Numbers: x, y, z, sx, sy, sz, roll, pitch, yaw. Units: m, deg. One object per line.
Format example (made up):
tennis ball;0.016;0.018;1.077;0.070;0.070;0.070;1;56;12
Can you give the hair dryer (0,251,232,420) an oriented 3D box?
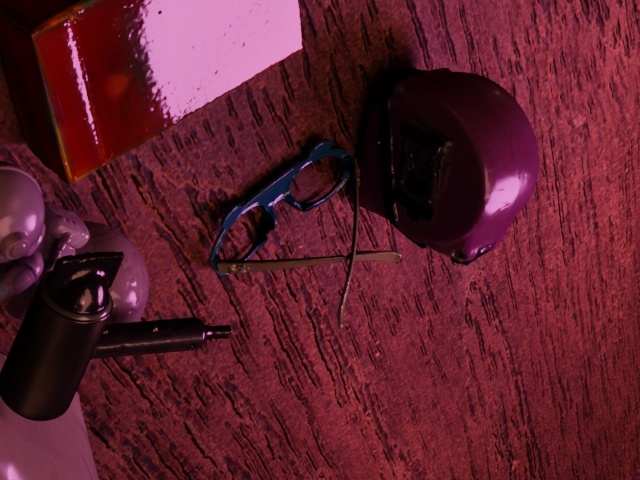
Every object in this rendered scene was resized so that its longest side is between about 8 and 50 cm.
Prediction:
hair dryer;-0.185;0.080;1.369;0.248;0.078;0.195;-3;136;-40

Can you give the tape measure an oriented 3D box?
tape measure;0.156;-0.094;1.740;0.149;0.231;0.245;-21;131;-38

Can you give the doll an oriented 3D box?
doll;-0.287;0.012;1.386;0.151;0.151;0.287;-48;143;-6

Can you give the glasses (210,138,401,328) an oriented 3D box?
glasses;-0.010;0.009;1.711;0.239;0.207;0.102;-35;179;-21

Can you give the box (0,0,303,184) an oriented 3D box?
box;-0.165;-0.218;1.361;0.313;0.089;0.197;-35;144;-26

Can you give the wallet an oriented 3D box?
wallet;-0.317;0.209;1.395;0.068;0.275;0.335;-31;150;8
